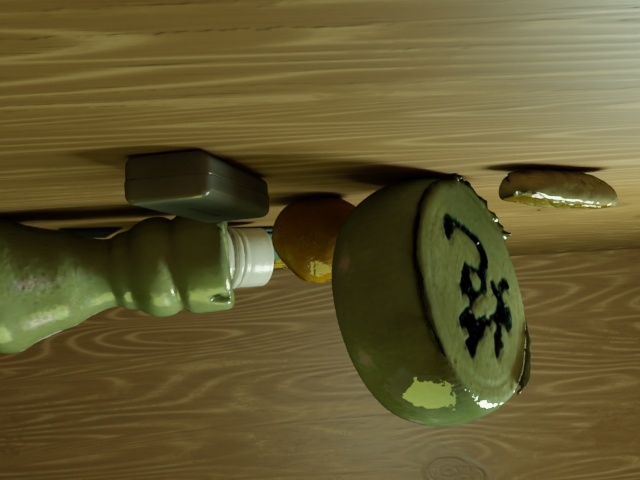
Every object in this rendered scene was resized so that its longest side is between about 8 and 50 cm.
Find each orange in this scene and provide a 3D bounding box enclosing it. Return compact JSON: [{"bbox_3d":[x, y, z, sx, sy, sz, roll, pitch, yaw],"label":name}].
[{"bbox_3d":[0.000,0.000,1.405,0.159,0.136,0.159,-5,178,0],"label":"orange"}]

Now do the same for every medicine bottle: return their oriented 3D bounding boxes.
[{"bbox_3d":[-0.216,0.034,1.658,0.237,0.139,0.139,-3,176,-33],"label":"medicine bottle"}]

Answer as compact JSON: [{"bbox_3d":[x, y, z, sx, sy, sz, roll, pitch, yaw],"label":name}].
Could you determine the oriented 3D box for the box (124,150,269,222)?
[{"bbox_3d":[-0.140,-0.060,1.051,0.103,0.055,0.244,-5,175,12],"label":"box"}]

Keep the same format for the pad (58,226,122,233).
[{"bbox_3d":[-0.457,-0.013,1.703,0.116,0.004,0.193,-2,174,-24],"label":"pad"}]

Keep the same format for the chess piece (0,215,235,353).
[{"bbox_3d":[-0.363,0.056,1.410,0.442,0.234,0.234,-6,176,-4],"label":"chess piece"}]

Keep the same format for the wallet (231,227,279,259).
[{"bbox_3d":[-0.121,0.009,1.937,0.251,0.054,0.290,-3,174,-19],"label":"wallet"}]

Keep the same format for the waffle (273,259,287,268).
[{"bbox_3d":[-0.200,0.048,2.269,0.325,0.068,0.302,-8,174,29],"label":"waffle"}]

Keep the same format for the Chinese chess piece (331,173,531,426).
[{"bbox_3d":[0.164,0.082,1.236,0.146,0.349,0.349,-17,168,34],"label":"Chinese chess piece"}]

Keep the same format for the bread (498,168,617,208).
[{"bbox_3d":[0.339,-0.075,1.259,0.214,0.053,0.073,3,169,-33],"label":"bread"}]
